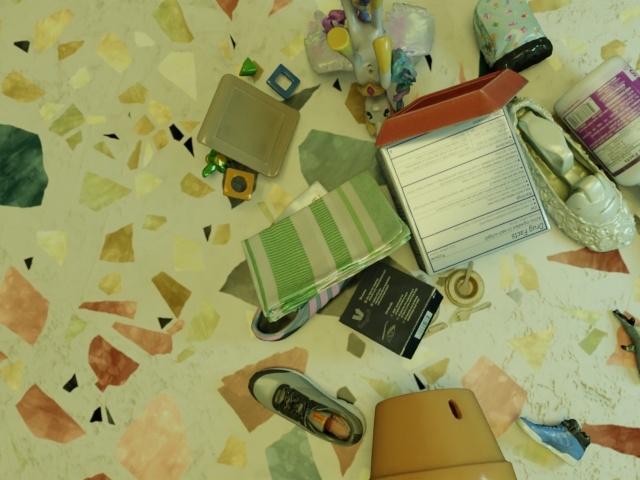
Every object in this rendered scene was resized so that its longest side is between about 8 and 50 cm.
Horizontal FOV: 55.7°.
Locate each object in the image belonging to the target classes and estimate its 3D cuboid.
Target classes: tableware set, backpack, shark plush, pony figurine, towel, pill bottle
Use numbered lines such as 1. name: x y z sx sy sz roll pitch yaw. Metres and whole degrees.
1. tableware set: 0.267 0.124 1.319 0.194 0.039 0.128 -26 82 1
2. backpack: 0.416 -0.467 1.342 0.152 0.115 0.181 -25 79 4
3. shark plush: 0.666 0.220 1.270 0.067 0.073 0.161 -38 86 30
4. pony figurine: 0.096 -0.416 1.280 0.303 0.363 0.350 -8 67 11
5. towel: 0.000 0.000 1.239 0.325 0.038 0.247 -31 43 5
6. pill bottle: 0.650 -0.222 1.265 0.169 0.169 0.301 -38 82 -1

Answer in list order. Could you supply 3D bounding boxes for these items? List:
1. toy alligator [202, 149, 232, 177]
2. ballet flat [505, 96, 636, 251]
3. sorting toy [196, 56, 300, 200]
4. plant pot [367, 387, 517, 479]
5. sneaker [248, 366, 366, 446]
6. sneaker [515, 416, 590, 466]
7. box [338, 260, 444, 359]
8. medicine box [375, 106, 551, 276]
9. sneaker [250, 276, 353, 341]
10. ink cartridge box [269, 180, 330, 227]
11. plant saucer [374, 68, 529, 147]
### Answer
1. toy alligator: -0.214 -0.221 1.399 0.051 0.056 0.189 31 77 -36
2. ballet flat: 0.519 -0.140 1.286 0.147 0.147 0.409 -39 82 -1
3. sorting toy: -0.164 -0.254 1.368 0.196 0.047 0.347 24 72 -19
4. plant pot: 0.219 0.410 1.183 0.291 0.291 0.203 -10 66 3
5. sneaker: -0.029 0.350 1.283 0.272 0.108 0.100 24 87 8
6. sneaker: 0.487 0.393 1.257 0.152 0.058 0.084 35 93 4
7. box: 0.150 0.143 1.278 0.158 0.093 0.155 27 86 27
8. medicine box: 0.289 -0.106 1.269 0.264 0.149 0.289 -21 93 2
9. sneaker: -0.025 0.096 1.271 0.112 0.131 0.319 40 101 12
10. ink cartridge box: -0.030 0.010 1.351 0.232 0.066 0.189 -41 82 -5
11. plant saucer: 0.261 -0.275 1.217 0.259 0.259 0.047 -11 109 36
